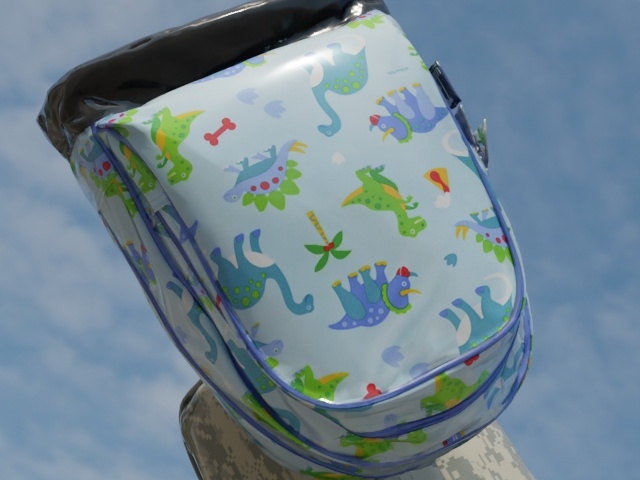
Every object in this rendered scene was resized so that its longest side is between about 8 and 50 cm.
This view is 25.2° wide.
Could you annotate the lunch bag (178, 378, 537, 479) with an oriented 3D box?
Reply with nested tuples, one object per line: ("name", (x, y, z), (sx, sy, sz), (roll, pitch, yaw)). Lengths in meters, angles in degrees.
("lunch bag", (0.062, 0.204, 1.235), (0.305, 0.256, 0.212), (61, -38, 17))

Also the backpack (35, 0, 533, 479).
("backpack", (0.000, 0.000, 1.027), (0.355, 0.290, 0.273), (69, -19, 1))
